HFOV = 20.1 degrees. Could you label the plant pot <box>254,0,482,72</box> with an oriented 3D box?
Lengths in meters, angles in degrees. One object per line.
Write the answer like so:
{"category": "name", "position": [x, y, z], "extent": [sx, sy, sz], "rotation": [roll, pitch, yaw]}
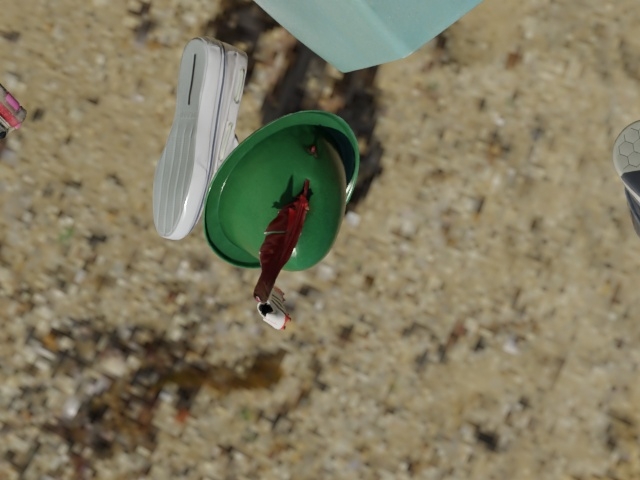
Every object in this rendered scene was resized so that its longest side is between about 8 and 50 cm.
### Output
{"category": "plant pot", "position": [0.007, -0.226, 1.052], "extent": [0.165, 0.165, 0.234], "rotation": [-38, 101, -16]}

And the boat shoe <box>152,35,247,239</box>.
{"category": "boat shoe", "position": [-0.122, -0.108, 1.994], "extent": [0.075, 0.083, 0.226], "rotation": [9, 97, -37]}

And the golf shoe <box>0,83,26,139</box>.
{"category": "golf shoe", "position": [-0.264, -0.074, 1.118], "extent": [0.086, 0.186, 0.067], "rotation": [-55, 129, -18]}

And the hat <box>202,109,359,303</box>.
{"category": "hat", "position": [0.000, 0.000, 1.710], "extent": [0.208, 0.183, 0.173], "rotation": [-37, 137, -12]}

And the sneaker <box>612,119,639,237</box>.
{"category": "sneaker", "position": [0.327, 0.009, 1.458], "extent": [0.086, 0.226, 0.163], "rotation": [-38, 162, 1]}

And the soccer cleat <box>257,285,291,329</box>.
{"category": "soccer cleat", "position": [-0.059, 0.074, 2.111], "extent": [0.035, 0.083, 0.029], "rotation": [23, 113, -26]}
